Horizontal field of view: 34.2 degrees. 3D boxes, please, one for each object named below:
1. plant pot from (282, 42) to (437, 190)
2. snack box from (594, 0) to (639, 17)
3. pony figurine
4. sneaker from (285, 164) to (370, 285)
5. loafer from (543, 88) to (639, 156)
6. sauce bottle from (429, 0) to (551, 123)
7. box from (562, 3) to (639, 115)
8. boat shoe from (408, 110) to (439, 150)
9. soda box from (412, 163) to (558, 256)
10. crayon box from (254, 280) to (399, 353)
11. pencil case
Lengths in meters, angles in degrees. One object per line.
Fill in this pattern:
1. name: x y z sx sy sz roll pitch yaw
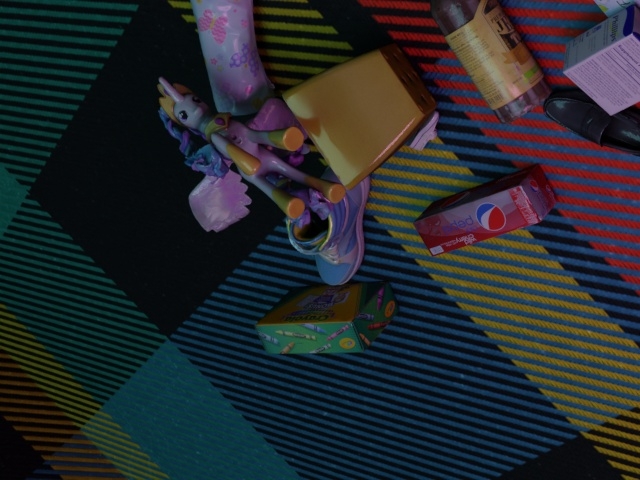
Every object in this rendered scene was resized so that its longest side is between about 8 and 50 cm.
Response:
1. plant pot: 0.090 -0.247 1.907 0.187 0.212 0.212 -34 93 23
2. snack box: 0.468 -0.413 1.632 0.141 0.037 0.100 48 137 -4
3. pony figurine: -0.129 -0.157 1.968 0.363 0.302 0.351 31 169 39
4. sneaker: 0.000 0.000 2.150 0.127 0.208 0.319 21 131 22
5. loafer: 0.477 -0.197 1.749 0.223 0.078 0.076 22 130 23
6. sauce bottle: 0.262 -0.365 1.766 0.111 0.111 0.344 -25 105 44
7. box: 0.481 -0.286 1.660 0.126 0.072 0.137 35 141 -26
8. boat shoe: 0.205 -0.207 1.980 0.035 0.035 0.100 22 133 -14
9. soda box: 0.309 -0.054 1.965 0.263 0.092 0.083 -19 107 43
10. crayon box: 0.013 0.171 2.291 0.279 0.165 0.081 -6 116 39
11. pencil case: -0.175 -0.385 2.075 0.124 0.113 0.273 -4 120 16
